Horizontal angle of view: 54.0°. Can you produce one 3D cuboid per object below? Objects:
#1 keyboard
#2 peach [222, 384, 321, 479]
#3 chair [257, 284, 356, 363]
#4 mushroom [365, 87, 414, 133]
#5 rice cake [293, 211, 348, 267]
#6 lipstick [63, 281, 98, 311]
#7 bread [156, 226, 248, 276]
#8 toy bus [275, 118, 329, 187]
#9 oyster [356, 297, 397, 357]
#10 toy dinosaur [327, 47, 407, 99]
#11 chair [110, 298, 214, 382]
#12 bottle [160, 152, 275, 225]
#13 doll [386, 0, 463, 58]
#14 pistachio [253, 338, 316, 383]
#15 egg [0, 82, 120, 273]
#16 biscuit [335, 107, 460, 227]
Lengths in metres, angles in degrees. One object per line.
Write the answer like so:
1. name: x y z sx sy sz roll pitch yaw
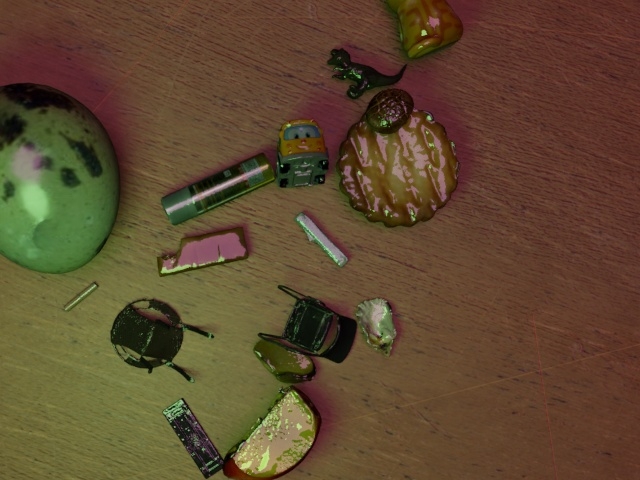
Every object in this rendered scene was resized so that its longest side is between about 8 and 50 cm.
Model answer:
1. keyboard: -0.317 0.497 1.576 0.061 0.013 0.204 -33 92 -8
2. peach: -0.108 0.493 1.530 0.154 0.159 0.267 40 81 7
3. chair: -0.023 0.219 1.590 0.145 0.221 0.140 19 83 37
4. mushroom: 0.173 -0.321 1.554 0.109 0.085 0.126 25 74 -5
5. rice cake: 0.000 0.000 1.638 0.042 0.030 0.180 -44 92 -4
6. lipstick: -0.593 0.139 1.556 0.094 0.019 0.019 -40 92 -7
7. bread: -0.299 0.029 1.587 0.226 0.049 0.088 -11 88 -7
8. toy bus: -0.050 -0.217 1.560 0.126 0.209 0.136 -6 77 -7
9. oyster: 0.154 0.218 1.639 0.146 0.045 0.121 36 86 3
10. toy dinosaur: 0.122 -0.466 1.653 0.187 0.087 0.179 43 84 -5
11. chair: -0.403 0.246 1.545 0.213 0.149 0.174 20 86 36
12. bottle: -0.257 -0.129 1.585 0.286 0.082 0.082 -25 90 -9
13. doll: 0.264 -0.607 1.647 0.167 0.162 0.269 -22 79 6
14. pistachio: -0.095 0.314 1.598 0.173 0.049 0.089 27 61 -4
15. egg: -0.624 -0.135 1.408 0.345 0.345 0.428 -21 103 -8
16. biscuit: 0.197 -0.192 1.638 0.326 0.107 0.325 0 89 -8
